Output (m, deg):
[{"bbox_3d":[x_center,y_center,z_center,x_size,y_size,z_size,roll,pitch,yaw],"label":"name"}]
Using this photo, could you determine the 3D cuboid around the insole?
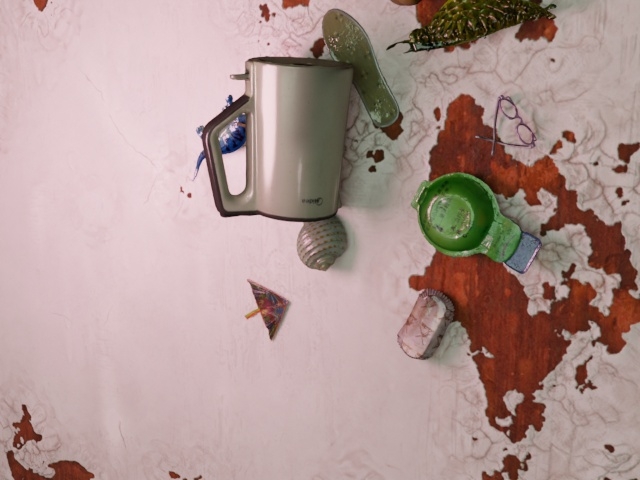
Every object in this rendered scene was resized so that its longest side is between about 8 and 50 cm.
[{"bbox_3d":[0.097,-0.425,1.860,0.109,0.007,0.322,-28,89,28],"label":"insole"}]

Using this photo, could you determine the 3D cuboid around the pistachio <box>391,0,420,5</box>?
[{"bbox_3d":[0.213,-0.624,1.689,0.165,0.130,0.210,6,135,-18],"label":"pistachio"}]

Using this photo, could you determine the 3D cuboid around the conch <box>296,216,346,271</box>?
[{"bbox_3d":[-0.001,0.003,1.961,0.135,0.102,0.153,-18,94,13],"label":"conch"}]

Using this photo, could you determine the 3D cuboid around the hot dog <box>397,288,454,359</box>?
[{"bbox_3d":[0.266,0.215,1.908,0.108,0.059,0.191,31,112,17],"label":"hot dog"}]

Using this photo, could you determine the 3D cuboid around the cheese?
[{"bbox_3d":[0.361,-0.037,1.787,0.320,0.083,0.204,32,112,18],"label":"cheese"}]

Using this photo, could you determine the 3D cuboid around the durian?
[{"bbox_3d":[0.325,-0.489,1.672,0.375,0.132,0.106,-7,112,21],"label":"durian"}]

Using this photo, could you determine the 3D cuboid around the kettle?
[{"bbox_3d":[-0.105,-0.243,1.823,0.250,0.361,0.376,-144,53,-59],"label":"kettle"}]

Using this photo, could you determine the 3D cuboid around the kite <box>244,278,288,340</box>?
[{"bbox_3d":[-0.153,0.190,2.124,0.159,0.010,0.190,-18,93,29],"label":"kite"}]

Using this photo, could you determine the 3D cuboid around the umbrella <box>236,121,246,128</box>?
[{"bbox_3d":[-0.137,-0.281,1.962,0.165,0.025,0.027,17,85,-8],"label":"umbrella"}]

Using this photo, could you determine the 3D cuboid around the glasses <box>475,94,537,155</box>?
[{"bbox_3d":[0.419,-0.250,1.742,0.140,0.062,0.104,56,140,4],"label":"glasses"}]

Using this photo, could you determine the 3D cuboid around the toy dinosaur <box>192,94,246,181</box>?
[{"bbox_3d":[-0.246,-0.295,2.015,0.329,0.076,0.144,-28,97,17],"label":"toy dinosaur"}]
